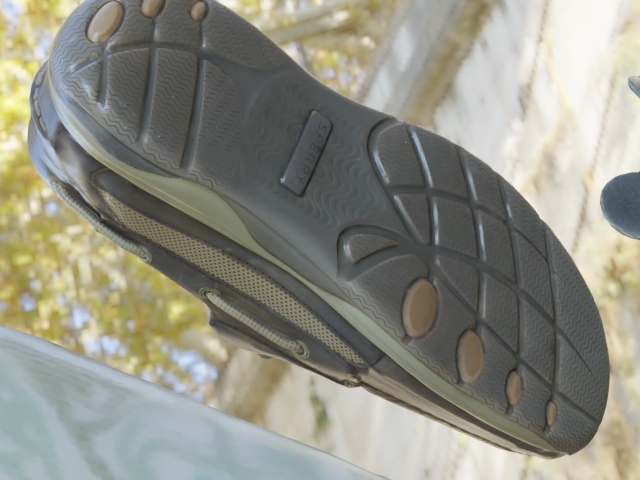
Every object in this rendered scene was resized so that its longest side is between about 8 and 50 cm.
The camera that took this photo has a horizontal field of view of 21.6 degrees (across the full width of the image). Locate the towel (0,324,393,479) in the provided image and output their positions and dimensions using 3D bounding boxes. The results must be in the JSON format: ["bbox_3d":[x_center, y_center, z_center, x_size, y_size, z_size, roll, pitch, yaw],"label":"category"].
[{"bbox_3d":[-0.031,0.224,0.364,0.321,0.374,0.090,25,-28,-10],"label":"towel"}]

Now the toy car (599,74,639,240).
[{"bbox_3d":[0.185,0.013,0.624,0.188,0.155,0.149,30,-54,-6],"label":"toy car"}]

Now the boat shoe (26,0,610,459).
[{"bbox_3d":[0.000,0.000,0.898,0.355,0.132,0.130,38,-34,-12],"label":"boat shoe"}]
